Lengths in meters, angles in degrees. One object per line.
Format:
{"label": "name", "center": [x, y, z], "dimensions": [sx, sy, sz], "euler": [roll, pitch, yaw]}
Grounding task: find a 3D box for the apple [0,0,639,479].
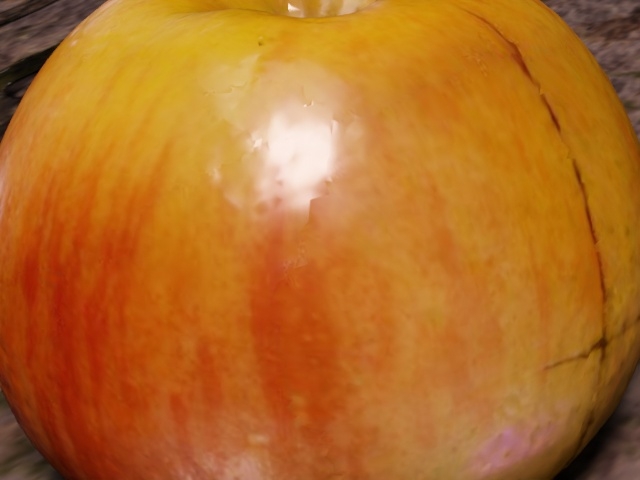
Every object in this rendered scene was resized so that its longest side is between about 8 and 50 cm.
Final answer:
{"label": "apple", "center": [0.000, 0.000, 0.733], "dimensions": [0.286, 0.233, 0.286], "euler": [-5, 25, 3]}
